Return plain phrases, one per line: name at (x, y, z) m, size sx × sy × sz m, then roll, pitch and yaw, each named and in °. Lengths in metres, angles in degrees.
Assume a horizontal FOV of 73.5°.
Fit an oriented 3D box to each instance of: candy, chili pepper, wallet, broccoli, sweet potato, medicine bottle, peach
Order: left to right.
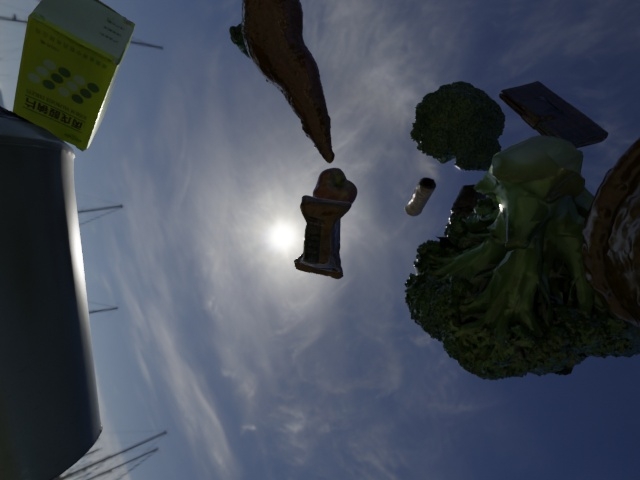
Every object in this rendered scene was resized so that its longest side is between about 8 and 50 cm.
medicine bottle at (-0.449, -0.306, 0.781) m, size 0.250 × 0.137 × 0.141 m, roll -40°, pitch -139°, yaw 41°
chili pepper at (-0.200, -0.594, 1.357) m, size 0.074 × 0.257 × 0.100 m, roll 15°, pitch -102°, yaw 37°
sweet potato at (-0.038, -0.181, 0.422) m, size 0.068 × 0.068 × 0.225 m, roll -13°, pitch -86°, yaw 54°
candy at (0.000, 0.000, 1.124) m, size 0.144 × 0.101 × 0.271 m, roll 12°, pitch -46°, yaw 9°
peach at (0.047, -0.166, 1.457) m, size 0.152 × 0.152 × 0.151 m, roll 19°, pitch -66°, yaw 49°
broccoli at (0.379, -0.301, 1.184) m, size 0.241 × 0.270 × 0.261 m, roll 79°, pitch -6°, yaw -80°
broccoli at (0.224, 0.026, 0.461) m, size 0.270 × 0.270 × 0.269 m, roll 33°, pitch -29°, yaw 44°
wallet at (0.530, -0.292, 0.988) m, size 0.042 × 0.125 × 0.230 m, roll 96°, pitch -26°, yaw -51°

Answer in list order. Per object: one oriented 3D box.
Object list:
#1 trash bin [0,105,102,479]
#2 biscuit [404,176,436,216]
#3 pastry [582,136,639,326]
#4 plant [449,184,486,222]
trash bin at (-0.418, 0.054, 0.491) m, size 0.281 × 0.281 × 0.430 m, roll 2°, pitch -80°, yaw 53°
biscuit at (0.322, -0.141, 1.391) m, size 0.061 × 0.055 × 0.219 m, roll 20°, pitch -20°, yaw 7°
pastry at (0.281, 0.000, 0.284) m, size 0.103 × 0.189 × 0.188 m, roll -94°, pitch -172°, yaw -70°
plant at (0.403, -0.079, 1.160) m, size 0.095 × 0.092 × 0.143 m, roll 7°, pitch -113°, yaw 39°
